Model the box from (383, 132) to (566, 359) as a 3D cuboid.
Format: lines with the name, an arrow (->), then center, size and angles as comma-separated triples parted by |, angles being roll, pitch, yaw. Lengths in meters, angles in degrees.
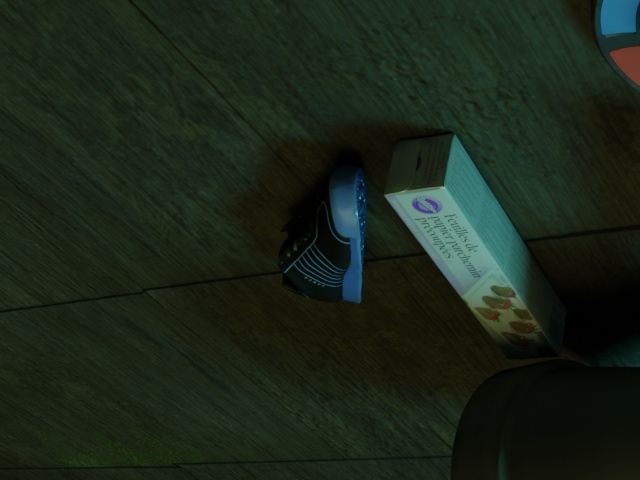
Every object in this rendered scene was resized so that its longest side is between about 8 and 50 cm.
box -> 0.163, 0.017, 1.204 | 0.063, 0.067, 0.324 | -7, 145, 29

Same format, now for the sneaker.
sneaker -> 0.000, 0.000, 1.223 | 0.091, 0.081, 0.232 | 4, 150, 3

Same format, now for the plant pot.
plant pot -> 0.338, 0.254, 1.200 | 0.323, 0.323, 0.280 | 35, 141, -31

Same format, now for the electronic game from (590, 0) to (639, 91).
electronic game -> 0.311, -0.162, 0.867 | 0.229, 0.048, 0.229 | 9, 149, 6
